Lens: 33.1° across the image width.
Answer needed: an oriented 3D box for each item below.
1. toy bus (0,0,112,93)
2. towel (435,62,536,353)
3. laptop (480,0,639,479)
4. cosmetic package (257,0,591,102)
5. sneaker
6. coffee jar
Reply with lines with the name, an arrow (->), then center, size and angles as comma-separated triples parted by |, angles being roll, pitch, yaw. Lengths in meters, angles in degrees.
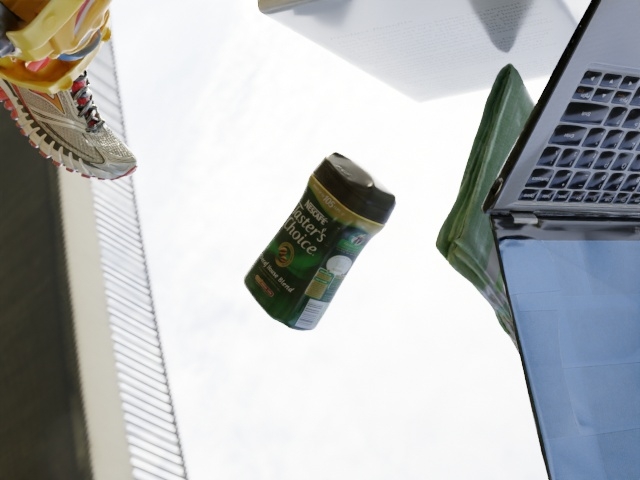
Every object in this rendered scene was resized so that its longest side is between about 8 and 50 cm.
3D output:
toy bus -> -0.245, -0.191, 0.873 | 0.220, 0.211, 0.149 | 26, -111, 24
towel -> 0.235, 0.013, 1.149 | 0.038, 0.325, 0.247 | -6, -132, 38
laptop -> 0.366, -0.003, 0.952 | 0.236, 0.382, 0.407 | 53, -49, 41
cosmetic package -> 0.125, -0.266, 1.055 | 0.230, 0.453, 0.161 | -9, -96, 21
sneaker -> -0.265, -0.150, 1.075 | 0.093, 0.225, 0.088 | -42, -172, 16
coffee jar -> 0.000, 0.000, 1.159 | 0.184, 0.079, 0.096 | -56, -133, 14
